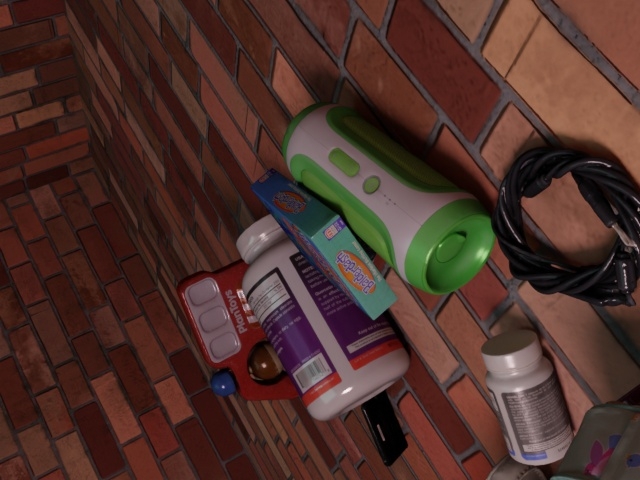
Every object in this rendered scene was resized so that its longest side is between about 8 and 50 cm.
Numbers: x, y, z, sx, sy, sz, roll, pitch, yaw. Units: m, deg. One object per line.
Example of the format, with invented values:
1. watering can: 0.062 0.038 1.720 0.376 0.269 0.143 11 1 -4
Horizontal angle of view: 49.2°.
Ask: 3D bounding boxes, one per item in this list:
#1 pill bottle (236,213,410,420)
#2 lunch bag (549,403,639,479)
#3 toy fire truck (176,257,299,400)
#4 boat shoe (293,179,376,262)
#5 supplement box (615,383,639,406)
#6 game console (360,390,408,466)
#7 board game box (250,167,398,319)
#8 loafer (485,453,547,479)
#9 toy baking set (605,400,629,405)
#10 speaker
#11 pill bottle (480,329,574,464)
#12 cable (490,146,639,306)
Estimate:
1. pill bottle: -0.007 0.112 1.131 0.323 0.181 0.181 59 157 17
2. lunch bag: 0.330 0.249 0.523 0.279 0.108 0.224 8 137 51
3. toy fire truck: -0.113 0.167 1.320 0.169 0.254 0.302 15 125 62
4. boat shoe: 0.029 -0.046 1.057 0.183 0.065 0.083 52 154 14
5. supplement box: 0.310 0.141 0.628 0.043 0.055 0.083 55 156 24
6. game console: 0.101 0.329 1.258 0.071 0.107 0.122 -20 95 39
7. board game box: 0.000 0.000 0.939 0.160 0.047 0.210 53 172 -32
8. loafer: 0.289 0.405 0.880 0.111 0.112 0.319 14 132 56
9. toy baking set: 0.351 0.199 0.580 0.256 0.030 0.197 44 154 -3
10. speaker: 0.073 -0.061 0.857 0.296 0.131 0.131 44 149 41
11. pill bottle: 0.235 0.177 0.800 0.078 0.078 0.137 3 115 65
12. cable: 0.225 -0.017 0.669 0.184 0.047 0.150 27 136 57
